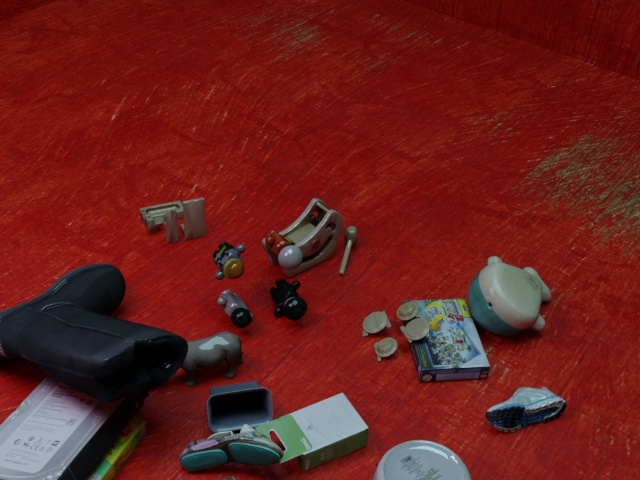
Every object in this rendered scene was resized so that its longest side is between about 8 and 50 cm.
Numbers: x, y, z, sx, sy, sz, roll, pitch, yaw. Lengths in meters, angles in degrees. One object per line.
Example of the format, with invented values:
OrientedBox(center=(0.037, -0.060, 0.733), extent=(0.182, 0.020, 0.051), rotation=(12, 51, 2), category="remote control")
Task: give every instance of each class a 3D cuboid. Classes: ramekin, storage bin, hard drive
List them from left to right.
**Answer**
OrientedBox(center=(-0.519, 0.375, 1.734), extent=(0.237, 0.064, 0.339), rotation=(3, 34, 27), category="hard drive")
OrientedBox(center=(-0.174, 0.348, 1.838), extent=(0.135, 0.098, 0.091), rotation=(-6, 11, -12), category="storage bin")
OrientedBox(center=(0.194, 0.482, 1.672), extent=(0.207, 0.109, 0.207), rotation=(2, 38, -2), category="ramekin")

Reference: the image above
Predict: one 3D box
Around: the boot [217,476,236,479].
OrientedBox(center=(-0.171, 0.502, 1.670), extent=(0.087, 0.042, 0.118), rotation=(-23, 45, -33), category="boot")

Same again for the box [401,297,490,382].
OrientedBox(center=(0.289, 0.231, 2.054), extent=(0.159, 0.044, 0.233), rotation=(-2, 38, -7), category="box")

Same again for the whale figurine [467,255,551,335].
OrientedBox(center=(0.462, 0.142, 2.133), extent=(0.272, 0.141, 0.216), rotation=(-14, 65, -53), category="whale figurine")

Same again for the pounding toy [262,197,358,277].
OrientedBox(center=(0.000, 0.000, 2.238), extent=(0.269, 0.154, 0.155), rotation=(-26, 47, -32), category="pounding toy")

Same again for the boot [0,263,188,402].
OrientedBox(center=(-0.443, 0.180, 1.839), extent=(0.445, 0.146, 0.367), rotation=(4, 28, 42), category="boot")

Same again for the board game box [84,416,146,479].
OrientedBox(center=(-0.437, 0.423, 1.746), extent=(0.092, 0.043, 0.181), rotation=(16, 40, 16), category="board game box")

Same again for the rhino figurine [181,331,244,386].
OrientedBox(center=(-0.282, 0.262, 1.915), extent=(0.243, 0.106, 0.073), rotation=(-11, 40, -18), category="rhino figurine")

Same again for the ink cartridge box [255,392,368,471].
OrientedBox(center=(-0.018, 0.403, 1.792), extent=(0.209, 0.062, 0.109), rotation=(-17, 43, -24), category="ink cartridge box")

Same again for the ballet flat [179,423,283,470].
OrientedBox(center=(-0.174, 0.407, 1.728), extent=(0.221, 0.077, 0.079), rotation=(-12, 31, 18), category="ballet flat")

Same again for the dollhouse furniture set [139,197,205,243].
OrientedBox(center=(-0.401, -0.088, 2.341), extent=(0.144, 0.123, 0.151), rotation=(-12, 41, -20), category="dollhouse furniture set")

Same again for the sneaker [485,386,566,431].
OrientedBox(center=(0.433, 0.359, 1.894), extent=(0.191, 0.071, 0.083), rotation=(-4, 31, -24), category="sneaker")

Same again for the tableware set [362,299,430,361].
OrientedBox(center=(0.179, 0.205, 2.052), extent=(0.169, 0.020, 0.141), rotation=(-24, 38, 8), category="tableware set")

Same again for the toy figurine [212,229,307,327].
OrientedBox(center=(-0.142, 0.097, 2.054), extent=(0.210, 0.213, 0.148), rotation=(-11, 26, -19), category="toy figurine")
